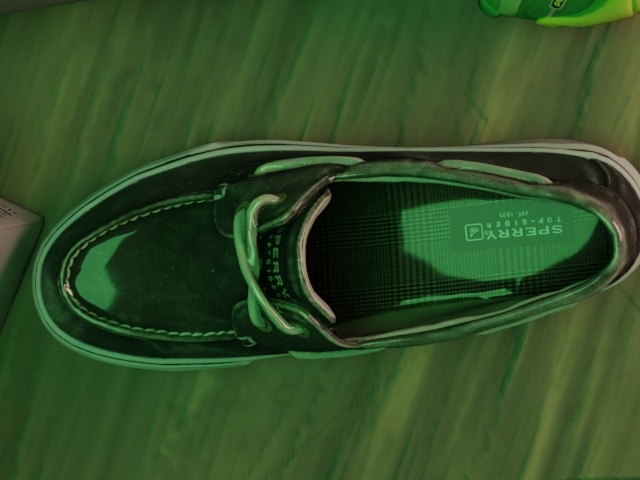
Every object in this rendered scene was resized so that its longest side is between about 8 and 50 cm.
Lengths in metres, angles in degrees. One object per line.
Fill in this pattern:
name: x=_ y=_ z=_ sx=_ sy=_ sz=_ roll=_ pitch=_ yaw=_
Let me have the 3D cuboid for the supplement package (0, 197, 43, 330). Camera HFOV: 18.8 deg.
supplement package: x=-0.276 y=0.050 z=1.012 sx=0.149 sy=0.203 sz=0.194 roll=25 pitch=99 yaw=9

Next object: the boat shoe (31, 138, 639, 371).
boat shoe: x=0.000 y=0.000 z=0.991 sx=0.335 sy=0.119 sz=0.121 roll=-10 pitch=93 yaw=13

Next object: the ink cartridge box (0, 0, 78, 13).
ink cartridge box: x=-0.150 y=-0.234 z=0.998 sx=0.308 sy=0.129 sz=0.223 roll=-7 pitch=93 yaw=13

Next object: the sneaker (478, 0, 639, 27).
sneaker: x=0.091 y=-0.248 z=0.956 sx=0.124 sy=0.109 sz=0.295 roll=-12 pitch=93 yaw=9
